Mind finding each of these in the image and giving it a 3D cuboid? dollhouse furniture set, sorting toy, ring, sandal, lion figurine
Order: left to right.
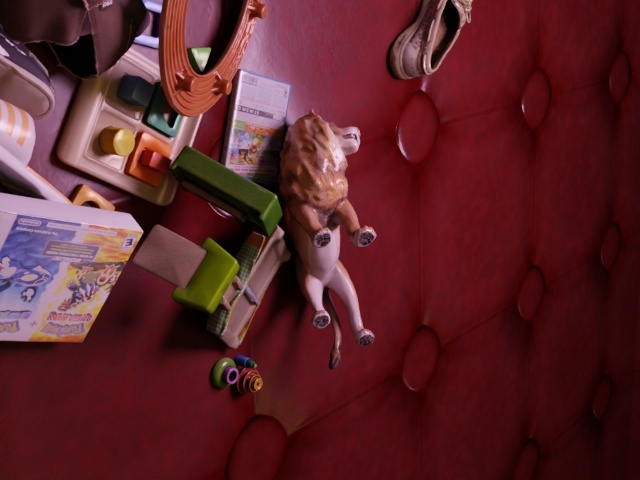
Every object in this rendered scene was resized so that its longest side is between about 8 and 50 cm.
[{"bbox_3d":[-0.367,-0.114,0.998,0.076,0.102,0.265,-64,147,-18],"label":"sandal"},{"bbox_3d":[-0.244,-0.156,1.163,0.196,0.047,0.347,26,79,-49],"label":"sorting toy"},{"bbox_3d":[-0.162,0.025,1.278,0.197,0.151,0.301,-60,169,-13],"label":"dollhouse furniture set"},{"bbox_3d":[-0.127,-0.326,1.146,0.336,0.032,0.336,18,90,-79],"label":"ring"},{"bbox_3d":[-0.128,0.221,1.394,0.102,0.042,0.061,26,79,-49],"label":"sorting toy"},{"bbox_3d":[0.000,0.000,1.408,0.142,0.240,0.392,-7,126,-20],"label":"lion figurine"}]

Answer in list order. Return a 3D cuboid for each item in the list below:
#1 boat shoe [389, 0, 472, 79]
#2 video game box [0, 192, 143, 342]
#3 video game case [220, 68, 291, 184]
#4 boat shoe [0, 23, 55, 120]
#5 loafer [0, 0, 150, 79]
[{"bbox_3d":[0.237,-0.413,1.635,0.285,0.089,0.104,-58,136,-23],"label":"boat shoe"},{"bbox_3d":[-0.344,0.040,1.036,0.205,0.048,0.187,9,121,-50],"label":"video game box"},{"bbox_3d":[-0.102,-0.177,1.351,0.119,0.015,0.166,6,94,-51],"label":"video game case"},{"bbox_3d":[-0.391,-0.224,0.982,0.206,0.075,0.065,46,21,-39],"label":"boat shoe"},{"bbox_3d":[-0.293,-0.274,0.929,0.130,0.134,0.366,-67,164,-7],"label":"loafer"}]
